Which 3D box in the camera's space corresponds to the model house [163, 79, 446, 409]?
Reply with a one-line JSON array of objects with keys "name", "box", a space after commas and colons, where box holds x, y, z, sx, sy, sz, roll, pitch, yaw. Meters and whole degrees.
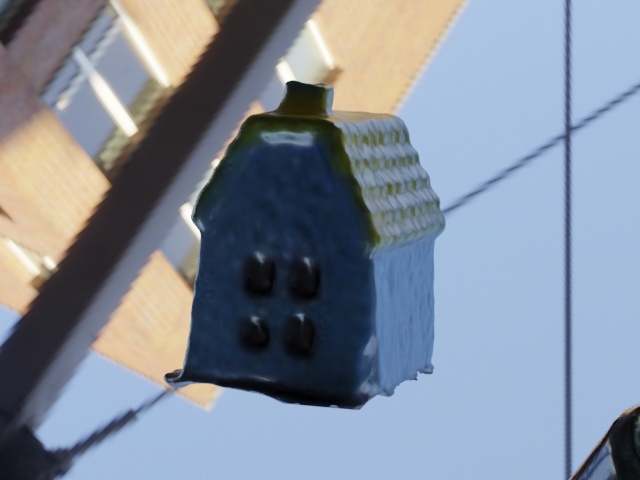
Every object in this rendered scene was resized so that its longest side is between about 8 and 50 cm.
[{"name": "model house", "box": [0.000, 0.000, 1.557, 0.216, 0.237, 0.303, 10, -81, 19]}]

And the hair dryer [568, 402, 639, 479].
[{"name": "hair dryer", "box": [0.304, 0.200, 1.029, 0.352, 0.189, 0.107, 8, -136, -19]}]
